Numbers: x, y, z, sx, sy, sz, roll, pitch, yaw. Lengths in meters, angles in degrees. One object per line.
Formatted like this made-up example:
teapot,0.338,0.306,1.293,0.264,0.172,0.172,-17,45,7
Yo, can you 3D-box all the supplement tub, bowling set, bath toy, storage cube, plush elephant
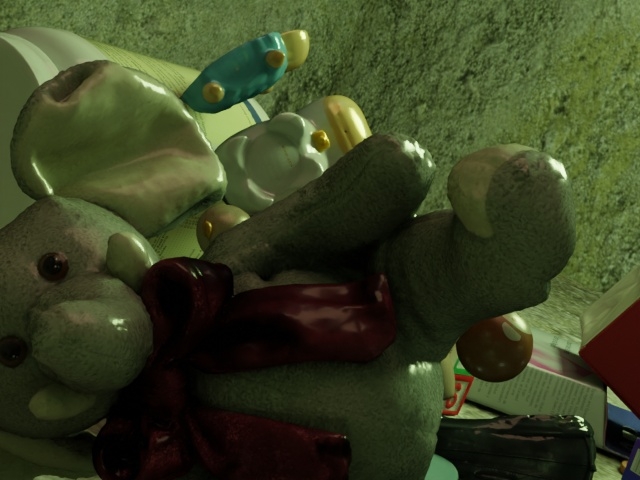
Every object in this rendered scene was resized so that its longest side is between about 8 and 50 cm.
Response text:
supplement tub,-0.205,-0.058,1.459,0.235,0.235,0.325,24,7,32
bowling set,0.044,0.044,1.185,0.200,0.154,0.287,-14,-9,9
bath toy,0.000,0.000,1.411,0.151,0.348,0.129,-22,-1,-17
storage cube,0.405,0.106,1.744,0.193,0.215,0.183,46,13,0
plush elephant,-0.068,0.056,0.822,0.255,0.272,0.330,15,-2,-24

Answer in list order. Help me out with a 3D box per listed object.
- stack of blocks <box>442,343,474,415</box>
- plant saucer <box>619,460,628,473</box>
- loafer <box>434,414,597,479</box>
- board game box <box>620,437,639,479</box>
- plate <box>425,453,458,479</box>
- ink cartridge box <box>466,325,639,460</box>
stack of blocks,-0.004,0.062,1.616,0.297,0.087,0.171,30,11,38
plant saucer,0.333,0.232,1.613,0.083,0.013,0.083,19,6,-2
loafer,0.094,0.165,1.192,0.223,0.078,0.076,2,-10,-13
board game box,0.417,0.268,1.269,0.233,0.078,0.347,16,7,-29
plate,-0.010,0.139,1.013,0.188,0.024,0.188,-3,8,0
ink cartridge box,0.237,0.144,1.832,0.330,0.071,0.324,19,6,8
